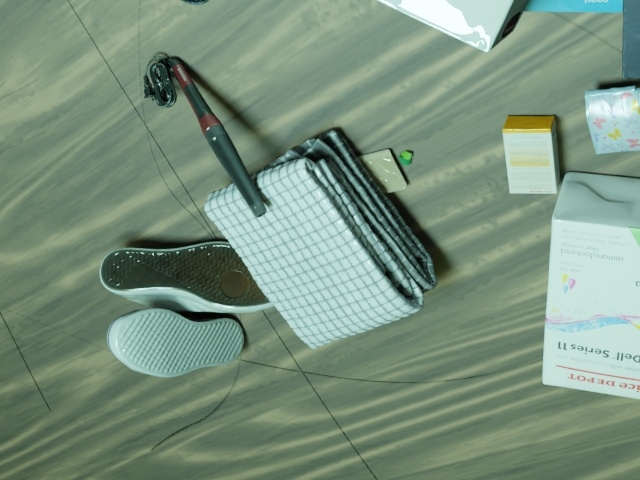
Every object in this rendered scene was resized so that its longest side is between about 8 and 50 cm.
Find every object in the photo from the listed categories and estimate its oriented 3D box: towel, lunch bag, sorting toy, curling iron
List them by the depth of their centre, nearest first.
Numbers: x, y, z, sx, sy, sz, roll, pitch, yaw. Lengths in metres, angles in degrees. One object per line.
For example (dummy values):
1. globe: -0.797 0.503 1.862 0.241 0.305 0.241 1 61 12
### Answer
1. lunch bag: 0.360 -0.150 1.280 0.071 0.053 0.083 -4 134 28
2. curling iron: -0.152 -0.140 1.441 0.068 0.035 0.274 -45 74 24
3. sorting toy: 0.095 -0.097 1.460 0.083 0.012 0.062 -12 116 34
4. towel: 0.000 0.000 1.505 0.235 0.121 0.284 -22 111 45

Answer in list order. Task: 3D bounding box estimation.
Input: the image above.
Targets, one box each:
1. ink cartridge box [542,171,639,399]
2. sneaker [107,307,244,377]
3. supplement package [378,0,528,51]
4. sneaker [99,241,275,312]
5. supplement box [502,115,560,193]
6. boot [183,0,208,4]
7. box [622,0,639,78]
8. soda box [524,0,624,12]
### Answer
1. ink cartridge box: 0.406 0.095 1.409 0.207 0.119 0.353 7 129 18
2. sneaker: -0.266 0.160 1.673 0.161 0.282 0.102 2 82 32
3. supplement package: 0.150 -0.360 1.083 0.204 0.145 0.262 28 117 9
4. sneaker: -0.189 0.062 1.673 0.290 0.106 0.123 6 164 8
5. supplement box: 0.270 -0.109 1.360 0.062 0.036 0.098 2 127 21
6. boot: -0.126 -0.409 1.175 0.094 0.207 0.246 5 128 19
7. box: 0.453 -0.339 1.005 0.312 0.179 0.343 3 128 19
8. soda box: 0.237 -0.303 1.200 0.210 0.067 0.071 4 128 19
